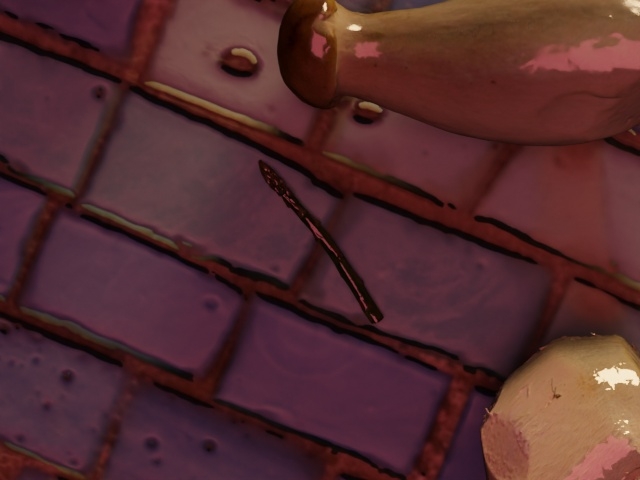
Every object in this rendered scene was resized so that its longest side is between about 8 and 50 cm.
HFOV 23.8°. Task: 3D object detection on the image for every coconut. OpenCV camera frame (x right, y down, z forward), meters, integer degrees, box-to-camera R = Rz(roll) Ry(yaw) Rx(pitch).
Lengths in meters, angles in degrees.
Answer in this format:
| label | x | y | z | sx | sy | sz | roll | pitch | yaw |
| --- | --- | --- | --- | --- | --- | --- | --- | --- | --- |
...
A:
| label | x | y | z | sx | sy | sz | roll | pitch | yaw |
| --- | --- | --- | --- | --- | --- | --- | --- | --- | --- |
| coconut | 0.197 | 0.161 | 1.162 | 0.162 | 0.161 | 0.161 | -38 | 93 | 11 |

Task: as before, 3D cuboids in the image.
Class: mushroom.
| label | x | y | z | sx | sy | sz | roll | pitch | yaw |
| --- | --- | --- | --- | --- | --- | --- | --- | --- | --- |
| mushroom | 0.141 | -0.138 | 1.136 | 0.350 | 0.128 | 0.128 | 3 | 98 | 7 |

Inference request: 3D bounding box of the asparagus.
| label | x | y | z | sx | sy | sz | roll | pitch | yaw |
| --- | --- | --- | --- | --- | --- | --- | --- | --- | --- |
| asparagus | 0.000 | 0.000 | 1.225 | 0.016 | 0.016 | 0.163 | -35 | 95 | 28 |
